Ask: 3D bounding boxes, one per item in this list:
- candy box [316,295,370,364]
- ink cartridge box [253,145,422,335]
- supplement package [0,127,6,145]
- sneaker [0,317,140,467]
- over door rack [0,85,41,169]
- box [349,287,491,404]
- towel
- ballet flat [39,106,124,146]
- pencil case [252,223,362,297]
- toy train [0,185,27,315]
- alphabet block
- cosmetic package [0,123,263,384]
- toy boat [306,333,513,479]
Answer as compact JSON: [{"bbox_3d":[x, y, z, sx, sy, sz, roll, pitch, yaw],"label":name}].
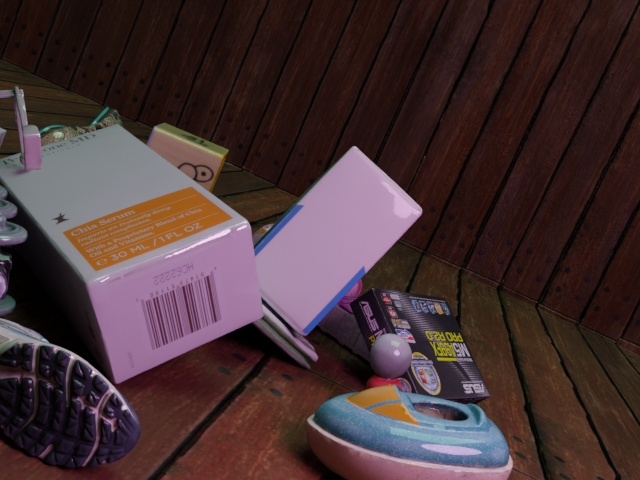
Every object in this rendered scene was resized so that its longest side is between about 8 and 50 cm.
[{"bbox_3d":[0.113,0.192,1.650,0.233,0.071,0.159,32,13,36],"label":"candy box"},{"bbox_3d":[0.000,0.000,1.498,0.166,0.285,0.395,44,-3,-3],"label":"ink cartridge box"},{"bbox_3d":[-0.674,-0.150,1.367,0.194,0.149,0.203,23,10,-6],"label":"supplement package"},{"bbox_3d":[-0.304,0.135,0.857,0.283,0.110,0.122,26,6,8],"label":"sneaker"},{"bbox_3d":[-0.522,-0.134,1.129,0.239,0.108,0.324,-7,23,-21],"label":"over door rack"},{"bbox_3d":[0.187,0.202,1.494,0.270,0.060,0.216,12,48,-51],"label":"box"},{"bbox_3d":[-0.149,0.072,1.406,0.325,0.038,0.248,43,-3,43],"label":"towel"},{"bbox_3d":[-0.578,-0.219,2.065,0.182,0.164,0.483,45,13,-8],"label":"ballet flat"},{"bbox_3d":[-0.041,0.067,1.835,0.284,0.124,0.124,32,13,37],"label":"pencil case"},{"bbox_3d":[-0.503,-0.004,1.067,0.190,0.142,0.334,7,17,-31],"label":"toy train"},{"bbox_3d":[-0.375,-0.189,2.190,0.197,0.192,0.193,24,11,-7],"label":"alphabet block"},{"bbox_3d":[-0.298,-0.008,1.194,0.230,0.161,0.453,-23,35,-27],"label":"cosmetic package"},{"bbox_3d":[0.109,0.233,1.121,0.267,0.148,0.318,9,7,-7],"label":"toy boat"}]
